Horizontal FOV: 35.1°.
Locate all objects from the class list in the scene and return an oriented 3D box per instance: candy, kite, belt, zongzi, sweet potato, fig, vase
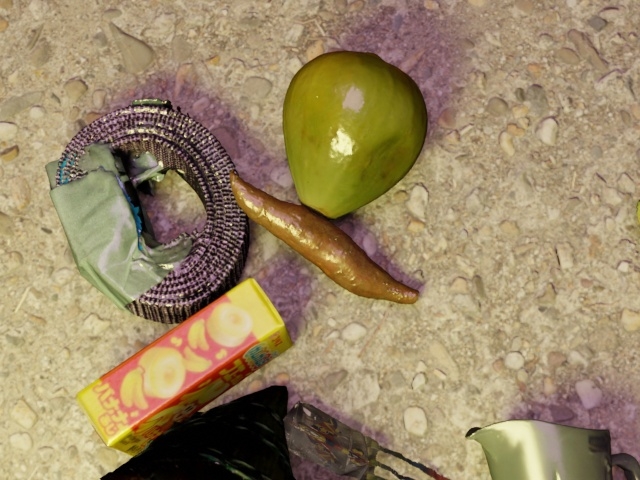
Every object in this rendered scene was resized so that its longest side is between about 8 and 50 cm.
[{"bbox_3d":[-0.175,0.171,1.349,0.276,0.146,0.088,-34,73,-8],"label":"candy"},{"bbox_3d":[0.062,0.281,1.298,0.245,0.141,0.015,25,111,-3],"label":"kite"},{"bbox_3d":[-0.236,-0.038,1.442,0.260,0.122,0.325,-22,73,-10],"label":"belt"},{"bbox_3d":[-0.092,0.368,1.187,0.319,0.383,0.362,-45,89,-3],"label":"zongzi"},{"bbox_3d":[0.000,0.000,1.408,0.314,0.072,0.066,37,118,-6],"label":"sweet potato"},{"bbox_3d":[0.049,-0.149,1.415,0.207,0.207,0.230,-8,91,2],"label":"fig"},{"bbox_3d":[0.309,0.370,1.247,0.251,0.156,0.301,-1,75,-22],"label":"vase"}]

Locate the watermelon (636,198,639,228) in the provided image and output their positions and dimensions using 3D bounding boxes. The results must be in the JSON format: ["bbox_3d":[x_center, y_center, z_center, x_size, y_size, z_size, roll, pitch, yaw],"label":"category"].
[{"bbox_3d":[0.508,0.015,1.374,0.075,0.092,0.181,-28,62,-20],"label":"watermelon"}]
